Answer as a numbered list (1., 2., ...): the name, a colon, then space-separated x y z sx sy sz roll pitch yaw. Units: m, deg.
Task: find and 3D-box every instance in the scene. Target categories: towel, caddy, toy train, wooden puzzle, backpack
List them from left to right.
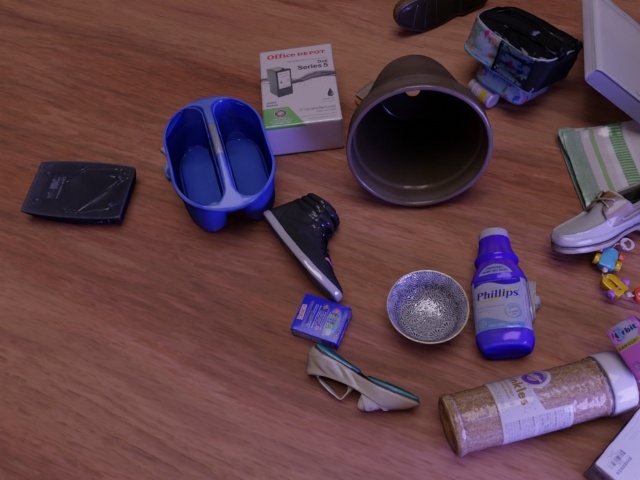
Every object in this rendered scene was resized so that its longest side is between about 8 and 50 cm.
1. caddy: -0.237 -0.191 1.617 0.241 0.179 0.341 -15 60 -8
2. wooden puzzle: 0.140 -0.390 1.824 0.116 0.014 0.078 -33 65 -15
3. backpack: 0.498 -0.480 1.730 0.253 0.191 0.225 44 49 20
4. toy train: 0.655 0.079 1.468 0.125 0.046 0.166 -9 59 -7
5. towel: 0.759 -0.196 1.632 0.325 0.038 0.248 -8 59 0

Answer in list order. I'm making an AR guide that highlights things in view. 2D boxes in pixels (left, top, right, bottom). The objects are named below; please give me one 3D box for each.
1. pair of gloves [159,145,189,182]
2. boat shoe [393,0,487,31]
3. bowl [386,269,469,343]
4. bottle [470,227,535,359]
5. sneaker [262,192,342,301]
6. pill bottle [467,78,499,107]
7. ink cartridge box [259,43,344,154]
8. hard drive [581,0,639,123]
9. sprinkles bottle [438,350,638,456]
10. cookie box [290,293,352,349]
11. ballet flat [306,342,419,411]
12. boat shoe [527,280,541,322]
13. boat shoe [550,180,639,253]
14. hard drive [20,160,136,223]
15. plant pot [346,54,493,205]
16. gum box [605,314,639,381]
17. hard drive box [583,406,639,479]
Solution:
1. pair of gloves: -0.323 -0.227 1.759 0.198 0.023 0.159 -33 61 -15
2. boat shoe: 0.329 -0.684 1.944 0.307 0.111 0.104 -19 54 -18
3. bowl: 0.223 0.154 1.437 0.170 0.080 0.170 -2 58 3
4. bottle: 0.379 0.107 1.441 0.118 0.092 0.283 -9 56 19
5. sneaker: 0.000 0.000 1.537 0.147 0.104 0.296 -33 57 -9
6. pill bottle: 0.423 -0.386 1.777 0.043 0.043 0.083 -32 61 -14
7. ink cartridge box: -0.051 -0.368 1.766 0.198 0.115 0.273 -7 58 1
8. hard drive: 0.749 -0.460 1.699 0.233 0.047 0.353 30 50 -18
9. sprinkles bottle: 0.411 0.310 1.299 0.355 0.121 0.121 -14 58 -3
10. cookie box: 0.002 0.174 1.468 0.107 0.040 0.092 17 62 15
11. ballet flat: 0.077 0.295 1.373 0.248 0.086 0.086 26 64 21
12. boat shoe: 0.456 0.130 1.459 0.035 0.035 0.100 -1 51 8
13. boat shoe: 0.636 -0.061 1.500 0.302 0.103 0.113 -20 25 -14
14. hard drive: -0.594 -0.117 1.695 0.254 0.054 0.172 4 59 8
15. plant pot: 0.226 -0.291 1.608 0.323 0.323 0.280 0 42 5
16. gum box: 0.627 0.215 1.309 0.062 0.188 0.107 -39 57 22
17. hard drive box: 0.631 0.431 1.222 0.181 0.089 0.232 -40 63 -18
